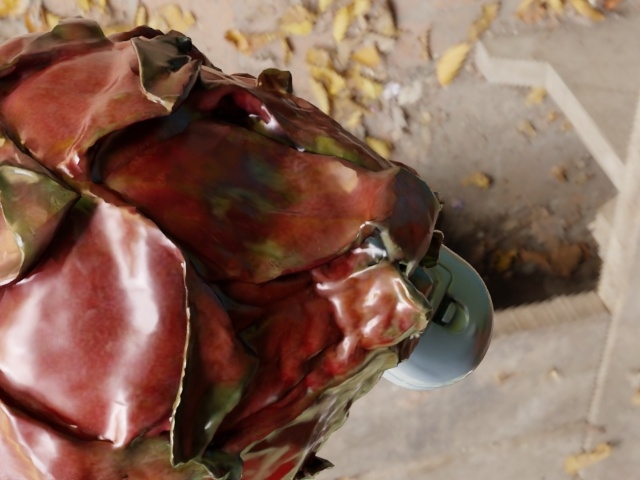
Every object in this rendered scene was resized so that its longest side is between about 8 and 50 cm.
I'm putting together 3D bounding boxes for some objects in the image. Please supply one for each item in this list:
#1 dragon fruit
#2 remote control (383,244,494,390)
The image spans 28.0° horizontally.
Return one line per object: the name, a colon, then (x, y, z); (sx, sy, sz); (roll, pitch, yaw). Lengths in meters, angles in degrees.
dragon fruit: (-0.089, 0.026, 0.560); (0.299, 0.244, 0.244); (-9, 141, 28)
remote control: (0.000, 0.000, 0.746); (0.244, 0.087, 0.047); (35, 156, -11)
